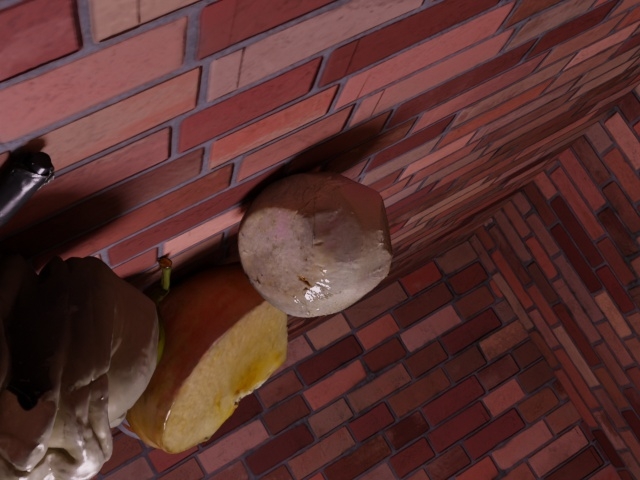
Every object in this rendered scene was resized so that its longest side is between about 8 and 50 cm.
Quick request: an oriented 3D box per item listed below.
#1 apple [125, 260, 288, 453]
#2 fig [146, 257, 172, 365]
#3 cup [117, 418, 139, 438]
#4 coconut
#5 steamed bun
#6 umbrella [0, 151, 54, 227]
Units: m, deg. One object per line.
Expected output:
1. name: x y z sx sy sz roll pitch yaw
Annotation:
1. apple: -0.208 0.201 1.480 0.309 0.252 0.314 -36 -166 -30
2. fig: -0.305 0.133 1.333 0.142 0.148 0.186 5 -137 31
3. cup: -0.327 0.285 1.739 0.212 0.212 0.317 -26 170 -27
4. coconut: 0.001 0.002 1.319 0.227 0.227 0.230 -38 167 31
5. steamed bun: -0.325 0.129 0.920 0.320 0.275 0.206 -60 162 -45
6. umbrella: -0.291 -0.037 0.790 0.133 0.031 0.036 -38 170 28
